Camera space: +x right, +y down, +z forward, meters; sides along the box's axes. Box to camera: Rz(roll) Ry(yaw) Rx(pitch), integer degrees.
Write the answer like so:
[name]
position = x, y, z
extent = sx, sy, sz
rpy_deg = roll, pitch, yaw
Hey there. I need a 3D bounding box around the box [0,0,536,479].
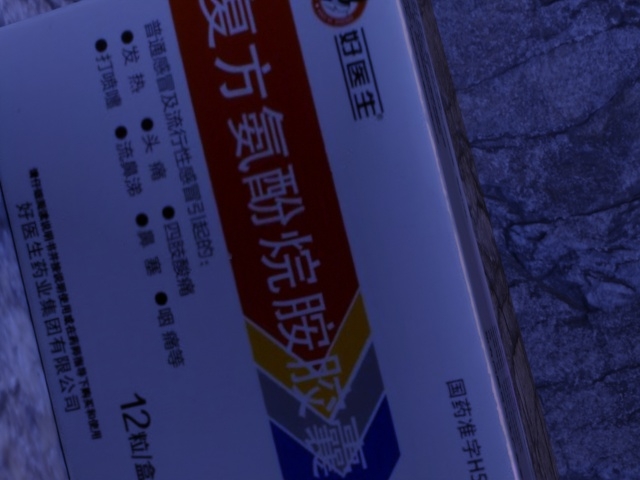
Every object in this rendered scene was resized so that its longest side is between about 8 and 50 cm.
[box]
position = -0.026, 0.045, 0.612
extent = 0.069, 0.214, 0.353
rpy_deg = -11, 86, -75
